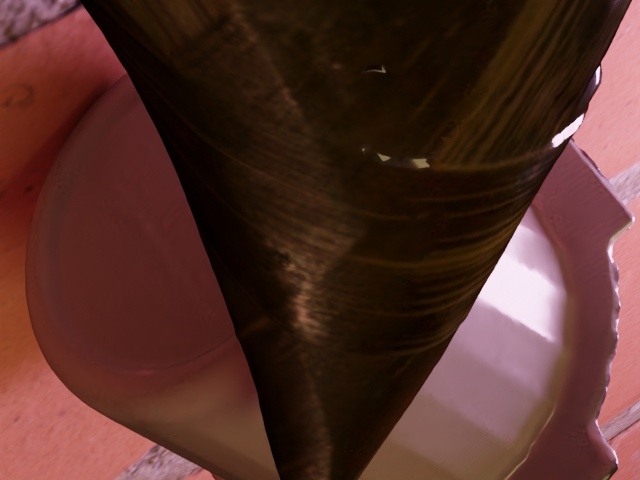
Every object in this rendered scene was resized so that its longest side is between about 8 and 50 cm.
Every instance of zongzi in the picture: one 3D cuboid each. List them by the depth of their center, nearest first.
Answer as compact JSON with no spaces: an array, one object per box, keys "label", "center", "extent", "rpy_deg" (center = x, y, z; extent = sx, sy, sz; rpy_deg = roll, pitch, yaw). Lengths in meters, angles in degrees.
[{"label":"zongzi","center":[-0.047,-0.088,0.492],"extent":[0.403,0.208,0.432],"rpy_deg":[4,109,-52]}]

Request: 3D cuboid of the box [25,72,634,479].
[{"label":"box","center":[0.000,0.000,0.802],"extent":[0.206,0.262,0.291],"rpy_deg":[31,69,-52]}]
